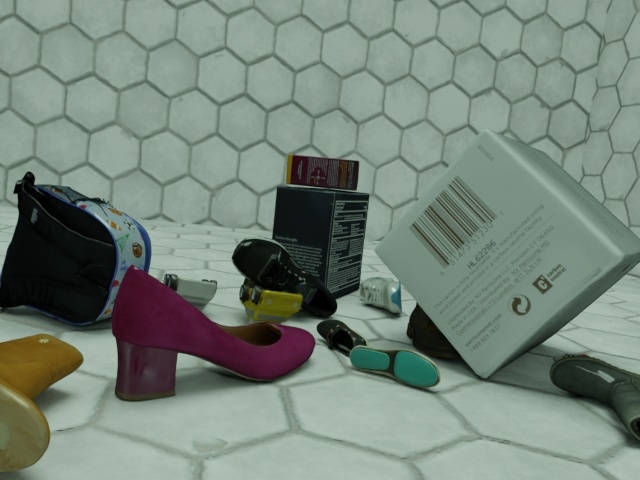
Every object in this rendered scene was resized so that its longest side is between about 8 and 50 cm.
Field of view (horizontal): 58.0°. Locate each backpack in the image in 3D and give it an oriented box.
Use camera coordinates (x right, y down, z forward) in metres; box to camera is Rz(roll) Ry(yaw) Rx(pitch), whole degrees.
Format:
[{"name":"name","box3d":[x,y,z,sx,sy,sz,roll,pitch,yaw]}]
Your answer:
[{"name":"backpack","box3d":[-0.460,0.038,1.119,0.263,0.276,0.213,24,15,26]}]

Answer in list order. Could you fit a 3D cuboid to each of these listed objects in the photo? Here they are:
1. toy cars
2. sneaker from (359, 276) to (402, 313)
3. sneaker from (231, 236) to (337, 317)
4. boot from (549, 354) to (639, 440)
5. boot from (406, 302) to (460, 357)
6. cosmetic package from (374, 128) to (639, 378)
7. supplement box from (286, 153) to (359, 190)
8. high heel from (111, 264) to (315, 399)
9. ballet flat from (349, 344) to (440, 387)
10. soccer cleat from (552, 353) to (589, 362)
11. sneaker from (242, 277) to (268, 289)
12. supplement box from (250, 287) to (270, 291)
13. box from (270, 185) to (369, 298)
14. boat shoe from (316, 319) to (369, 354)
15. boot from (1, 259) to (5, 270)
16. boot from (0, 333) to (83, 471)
[{"name":"toy cars","box3d":[-0.200,0.131,1.225,0.394,0.087,0.176,5,-7,27]},{"name":"sneaker","box3d":[0.159,0.143,1.507,0.092,0.087,0.229,-1,0,-5]},{"name":"sneaker","box3d":[-0.066,0.085,1.303,0.283,0.107,0.124,34,-4,-36]},{"name":"boot","box3d":[0.464,0.254,0.900,0.190,0.076,0.208,6,13,17]},{"name":"boot","box3d":[0.233,0.169,1.196,0.082,0.106,0.219,5,6,-12]},{"name":"cosmetic package","box3d":[0.397,0.020,1.173,0.394,0.329,0.327,-2,47,-54]},{"name":"supplement box","box3d":[0.004,-0.181,1.545,0.188,0.080,0.104,5,6,-3]},{"name":"high heel","box3d":[-0.136,0.123,0.893,0.127,0.181,0.377,12,8,39]},{"name":"ballet flat","box3d":[0.131,0.209,0.986,0.168,0.057,0.052,11,-2,30]},{"name":"soccer cleat","box3d":[0.514,0.243,1.177,0.083,0.029,0.035,-1,12,-19]},{"name":"sneaker","box3d":[-0.135,0.073,1.402,0.071,0.188,0.066,10,41,-21]},{"name":"supplement box","box3d":[-0.142,0.141,1.354,0.055,0.043,0.083,5,6,-13]},{"name":"box","box3d":[0.000,0.000,1.629,0.183,0.294,0.296,9,6,22]},{"name":"boat shoe","box3d":[0.035,0.184,1.117,0.042,0.049,0.133,12,6,-41]},{"name":"boot","box3d":[-0.578,0.082,1.347,0.305,0.112,0.115,10,36,-7]},{"name":"boot","box3d":[-0.354,0.163,0.674,0.295,0.104,0.211,5,5,25]}]
